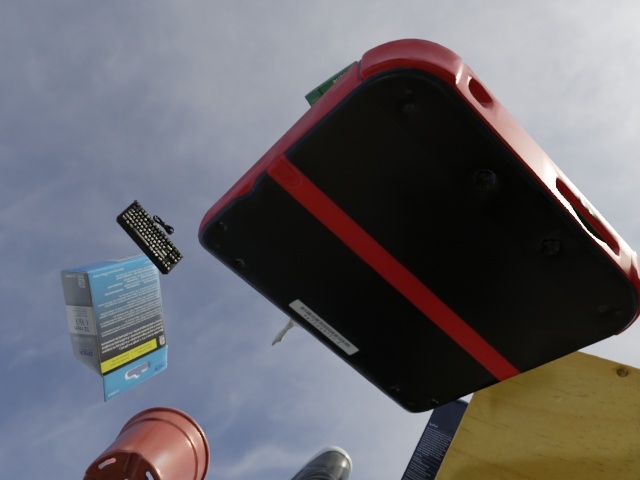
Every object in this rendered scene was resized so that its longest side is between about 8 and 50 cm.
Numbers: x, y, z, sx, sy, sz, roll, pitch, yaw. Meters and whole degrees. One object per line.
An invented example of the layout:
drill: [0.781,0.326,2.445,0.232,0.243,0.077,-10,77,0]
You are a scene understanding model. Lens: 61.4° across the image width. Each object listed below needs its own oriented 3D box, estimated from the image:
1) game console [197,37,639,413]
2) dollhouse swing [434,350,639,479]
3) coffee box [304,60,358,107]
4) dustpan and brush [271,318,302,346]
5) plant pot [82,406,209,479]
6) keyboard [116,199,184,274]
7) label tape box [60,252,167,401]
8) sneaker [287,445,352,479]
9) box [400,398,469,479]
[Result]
game console: [0.101,0.022,0.581,0.386,0.060,0.342,42,-52,-16]
dollhouse swing: [0.395,0.394,0.815,0.347,0.315,0.305,-58,-45,-21]
coffee box: [0.065,-0.188,0.882,0.113,0.040,0.184,-45,-72,-32]
dustpan and brush: [-0.064,0.227,1.563,0.060,0.147,0.211,28,-104,16]
plant pot: [-0.446,0.587,1.355,0.272,0.265,0.273,0,-94,3]
keyboard: [-0.398,-0.016,1.295,0.023,0.108,0.180,-17,-62,35]
label tape box: [-0.556,0.226,1.485,0.115,0.249,0.348,2,-80,26]
sneaker: [-0.061,0.516,0.987,0.104,0.147,0.296,41,-84,8]
box: [0.282,0.441,1.082,0.153,0.108,0.207,33,-105,-16]
